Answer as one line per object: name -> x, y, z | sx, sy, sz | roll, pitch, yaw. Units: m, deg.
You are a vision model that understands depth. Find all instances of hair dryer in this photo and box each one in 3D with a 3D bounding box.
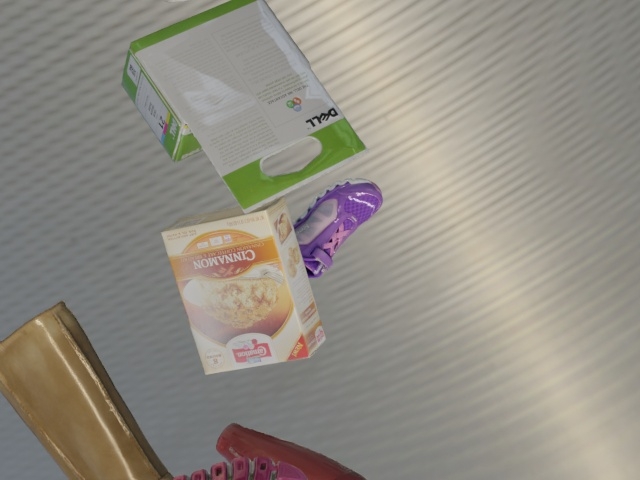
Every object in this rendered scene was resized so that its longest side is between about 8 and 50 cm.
hair dryer -> -0.033, 0.315, 1.525 | 0.224, 0.293, 0.080 | -26, 162, 17

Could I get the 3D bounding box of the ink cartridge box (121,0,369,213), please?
ink cartridge box -> -0.094, -0.150, 1.828 | 0.189, 0.255, 0.097 | -27, 164, -25

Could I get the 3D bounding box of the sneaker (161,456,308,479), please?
sneaker -> -0.087, 0.229, 1.236 | 0.170, 0.063, 0.074 | -14, 111, 7

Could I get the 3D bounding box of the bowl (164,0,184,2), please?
bowl -> -0.126, -0.327, 1.497 | 0.290, 0.156, 0.289 | -18, -179, 0

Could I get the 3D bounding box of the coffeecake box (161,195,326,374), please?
coffeecake box -> -0.091, 0.055, 1.814 | 0.142, 0.068, 0.185 | -12, 103, 22

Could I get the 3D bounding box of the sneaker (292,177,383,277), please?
sneaker -> 0.000, 0.000, 2.306 | 0.236, 0.104, 0.095 | -33, 133, 8

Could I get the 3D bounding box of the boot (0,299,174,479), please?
boot -> -0.231, 0.211, 1.446 | 0.236, 0.269, 0.089 | -35, -177, 39
